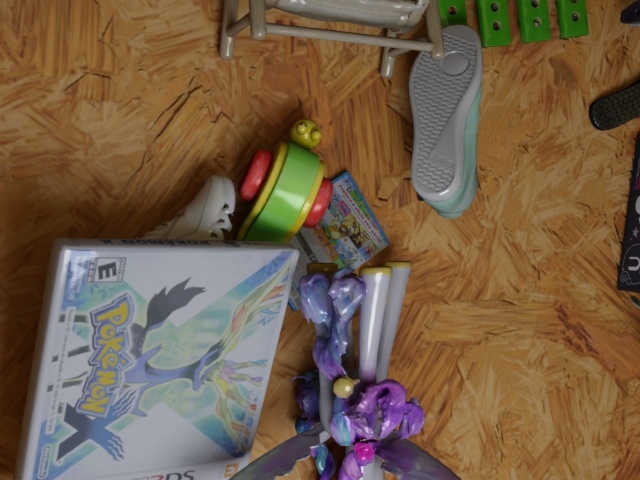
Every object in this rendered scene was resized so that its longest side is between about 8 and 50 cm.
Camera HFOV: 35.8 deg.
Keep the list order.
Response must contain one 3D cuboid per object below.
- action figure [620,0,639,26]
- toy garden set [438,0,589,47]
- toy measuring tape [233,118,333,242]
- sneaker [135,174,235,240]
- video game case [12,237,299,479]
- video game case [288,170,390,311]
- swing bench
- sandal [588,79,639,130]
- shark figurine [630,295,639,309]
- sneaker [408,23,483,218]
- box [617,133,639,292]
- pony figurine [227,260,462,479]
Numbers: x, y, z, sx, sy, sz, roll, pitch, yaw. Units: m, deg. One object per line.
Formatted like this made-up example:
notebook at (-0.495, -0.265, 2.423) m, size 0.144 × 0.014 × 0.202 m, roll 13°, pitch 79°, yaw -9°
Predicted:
action figure at (0.588, -0.357, 1.527) m, size 0.285 × 0.099 × 0.185 m, roll 7°, pitch 81°, yaw -26°
toy garden set at (0.259, -0.380, 1.415) m, size 0.244 × 0.049 × 0.203 m, roll -10°, pitch 96°, yaw -21°
toy measuring tape at (-0.066, -0.009, 1.230) m, size 0.121 × 0.121 × 0.330 m, roll 27°, pitch 74°, yaw -20°
sneaker at (-0.203, 0.033, 1.201) m, size 0.118 × 0.110 × 0.292 m, roll 34°, pitch 78°, yaw -10°
video game case at (-0.187, 0.155, 1.145) m, size 0.300 × 0.036 × 0.329 m, roll 1°, pitch 111°, yaw -37°
video game case at (0.000, 0.000, 1.327) m, size 0.166 × 0.015 × 0.119 m, roll -35°, pitch 102°, yaw -18°
swing bench at (0.015, -0.353, 1.251) m, size 0.253 × 0.165 × 0.254 m, roll 2°, pitch 89°, yaw -22°
sandal at (0.489, -0.215, 1.519) m, size 0.179 × 0.040 × 0.067 m, roll -18°, pitch 92°, yaw -7°
shark figurine at (0.569, 0.168, 1.529) m, size 0.278 × 0.166 × 0.116 m, roll 0°, pitch 120°, yaw -32°
sneaker at (0.174, -0.156, 1.355) m, size 0.094 × 0.151 × 0.256 m, roll 5°, pitch 75°, yaw 17°
box at (0.566, -0.033, 1.492) m, size 0.163 × 0.142 × 0.247 m, roll 9°, pitch 88°, yaw -23°
pony figurine at (0.041, 0.209, 1.195) m, size 0.303 × 0.351 × 0.363 m, roll 1°, pitch 91°, yaw 12°
